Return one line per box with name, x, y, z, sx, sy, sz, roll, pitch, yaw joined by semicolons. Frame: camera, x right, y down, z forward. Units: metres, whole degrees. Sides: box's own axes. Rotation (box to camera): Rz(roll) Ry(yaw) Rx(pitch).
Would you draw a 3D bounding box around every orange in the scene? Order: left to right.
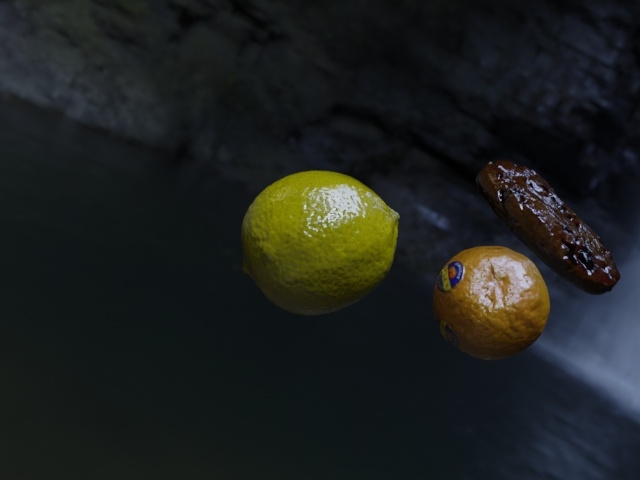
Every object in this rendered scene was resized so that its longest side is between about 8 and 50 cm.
orange;0.257;0.095;2.336;0.178;0.177;0.155;32;-24;29

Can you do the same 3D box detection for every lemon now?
lemon;0.000;0.000;1.884;0.178;0.203;0.178;161;-90;-86

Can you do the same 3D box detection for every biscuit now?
biscuit;0.246;-0.017;1.649;0.192;0.049;0.192;35;20;-15
